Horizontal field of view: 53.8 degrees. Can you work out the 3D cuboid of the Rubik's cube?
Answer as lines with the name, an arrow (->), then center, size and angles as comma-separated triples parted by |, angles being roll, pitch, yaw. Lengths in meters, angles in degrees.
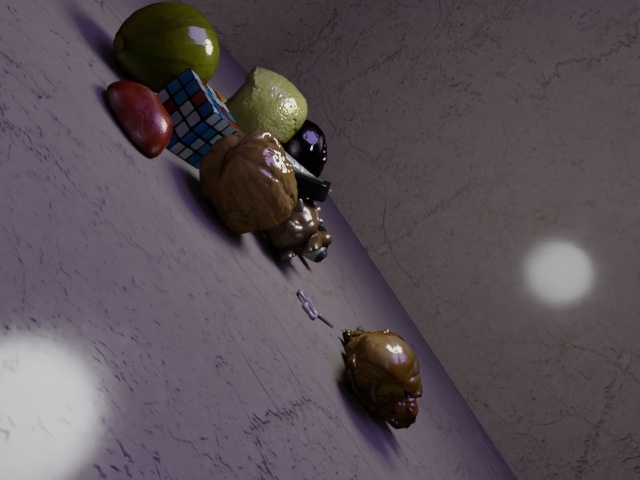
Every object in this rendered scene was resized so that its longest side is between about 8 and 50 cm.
Rubik's cube -> -0.311, -0.297, 1.559 | 0.154, 0.151, 0.155 | 57, 8, 23

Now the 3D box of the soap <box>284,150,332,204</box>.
soap -> -0.147, -0.226, 2.136 | 0.302, 0.159, 0.258 | 39, 4, -36

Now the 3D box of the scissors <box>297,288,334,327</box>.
scissors -> -0.007, 0.200, 1.733 | 0.189, 0.015, 0.100 | 48, 11, -48

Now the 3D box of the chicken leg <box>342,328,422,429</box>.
chicken leg -> 0.148, 0.348, 1.641 | 0.295, 0.182, 0.409 | 62, -10, -14

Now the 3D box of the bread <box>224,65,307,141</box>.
bread -> -0.193, -0.396, 2.042 | 0.237, 0.320, 0.320 | 39, 10, -4

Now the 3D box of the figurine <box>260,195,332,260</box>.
figurine -> -0.074, -0.042, 1.771 | 0.247, 0.177, 0.173 | -18, 91, -69

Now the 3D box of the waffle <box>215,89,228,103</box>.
waffle -> -0.326, -0.447, 2.398 | 0.219, 0.057, 0.229 | 56, 8, 10

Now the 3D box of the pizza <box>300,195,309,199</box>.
pizza -> -0.068, -0.100, 1.964 | 0.062, 0.199, 0.188 | 5, 43, -44

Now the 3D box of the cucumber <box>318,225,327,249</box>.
cucumber -> 0.002, -0.002, 2.409 | 0.067, 0.067, 0.245 | 51, 7, -18

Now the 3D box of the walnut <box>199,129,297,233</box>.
walnut -> -0.165, -0.135, 1.504 | 0.224, 0.257, 0.257 | 22, -8, 28

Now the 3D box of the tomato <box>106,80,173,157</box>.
tomato -> -0.374, -0.270, 1.336 | 0.174, 0.082, 0.166 | 54, 9, -18

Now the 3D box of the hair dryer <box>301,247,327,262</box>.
hair dryer -> -0.073, -0.021, 2.100 | 0.219, 0.088, 0.225 | 49, -4, -7

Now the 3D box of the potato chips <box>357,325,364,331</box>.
potato chips -> 0.153, 0.337, 2.028 | 0.092, 0.028, 0.207 | 50, 7, -19

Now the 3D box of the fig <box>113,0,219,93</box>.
fig -> -0.393, -0.481, 1.580 | 0.239, 0.239, 0.271 | 56, 32, 10

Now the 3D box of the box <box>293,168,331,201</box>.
box -> -0.142, -0.195, 1.796 | 0.349, 0.058, 0.211 | 19, 8, 1

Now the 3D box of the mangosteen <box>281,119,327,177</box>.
mangosteen -> -0.112, -0.341, 2.429 | 0.287, 0.233, 0.288 | 25, -38, 22
